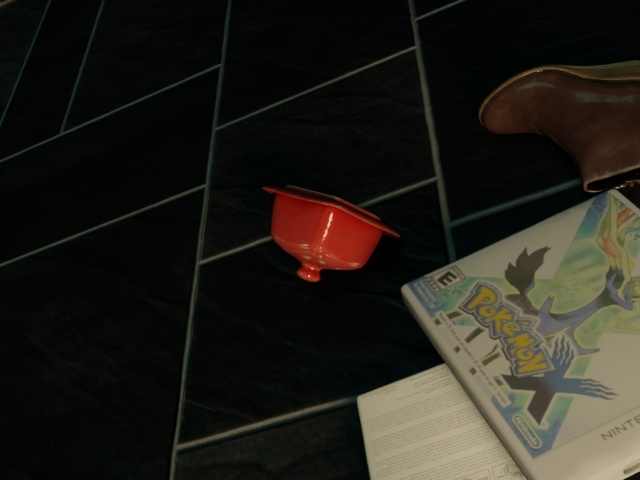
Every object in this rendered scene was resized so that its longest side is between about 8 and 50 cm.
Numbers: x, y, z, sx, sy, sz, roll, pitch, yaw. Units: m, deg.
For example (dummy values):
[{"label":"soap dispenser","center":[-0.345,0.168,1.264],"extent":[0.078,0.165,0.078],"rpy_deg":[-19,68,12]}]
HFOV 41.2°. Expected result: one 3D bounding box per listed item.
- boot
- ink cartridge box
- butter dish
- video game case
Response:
[{"label":"boot","center":[0.332,-0.145,1.119],"extent":[0.248,0.090,0.207],"rpy_deg":[-12,43,20]},{"label":"ink cartridge box","center":[0.141,0.239,0.916],"extent":[0.180,0.056,0.225],"rpy_deg":[-23,46,14]},{"label":"butter dish","center":[0.000,0.000,1.188],"extent":[0.160,0.159,0.118],"rpy_deg":[17,86,43]},{"label":"video game case","center":[0.287,0.094,0.915],"extent":[0.299,0.036,0.329],"rpy_deg":[-24,40,-7]}]
